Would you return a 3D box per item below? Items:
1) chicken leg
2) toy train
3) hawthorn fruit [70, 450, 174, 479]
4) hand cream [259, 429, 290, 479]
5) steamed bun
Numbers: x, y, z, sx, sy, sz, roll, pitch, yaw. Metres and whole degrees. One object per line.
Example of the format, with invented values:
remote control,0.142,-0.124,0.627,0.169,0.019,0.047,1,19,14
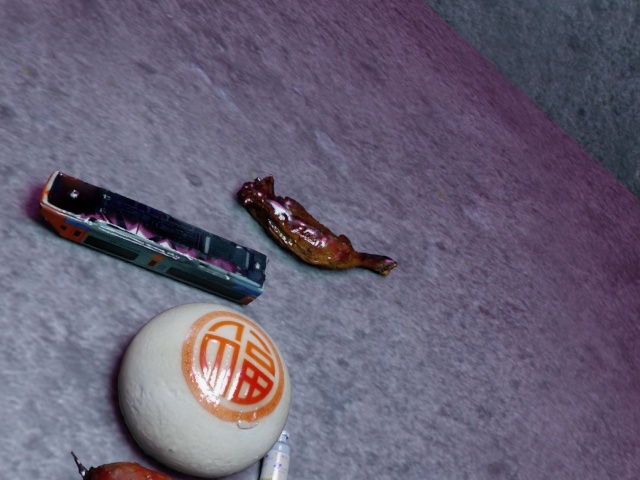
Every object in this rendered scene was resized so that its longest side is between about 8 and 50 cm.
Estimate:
chicken leg,0.000,0.000,1.484,0.407,0.096,0.158,28,26,-24
toy train,-0.285,0.004,1.236,0.409,0.089,0.086,23,50,-25
hawthorn fruit,-0.258,0.370,0.930,0.181,0.181,0.235,-23,76,-47
hand cream,-0.078,0.394,1.160,0.065,0.043,0.170,22,53,-19
steamed bun,-0.164,0.220,1.113,0.283,0.177,0.283,23,48,-27
